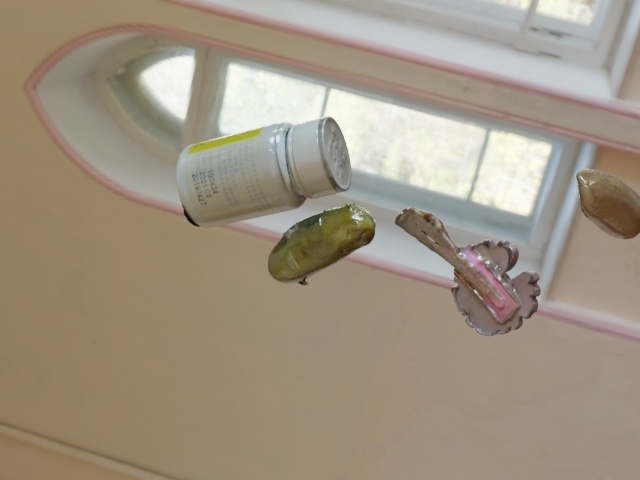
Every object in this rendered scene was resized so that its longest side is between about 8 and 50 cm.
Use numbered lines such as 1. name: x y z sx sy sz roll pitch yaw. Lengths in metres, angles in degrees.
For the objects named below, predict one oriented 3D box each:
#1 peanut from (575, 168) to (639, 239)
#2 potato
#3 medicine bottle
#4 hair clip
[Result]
1. peanut: 0.423 -0.055 1.315 0.076 0.152 0.076 -42 31 32
2. potato: 0.000 0.000 1.375 0.085 0.188 0.105 46 -147 -37
3. medicine bottle: -0.090 -0.110 1.441 0.143 0.258 0.144 -10 -90 -70
4. hair clip: 0.268 0.041 1.655 0.069 0.300 0.173 -30 -18 -53
